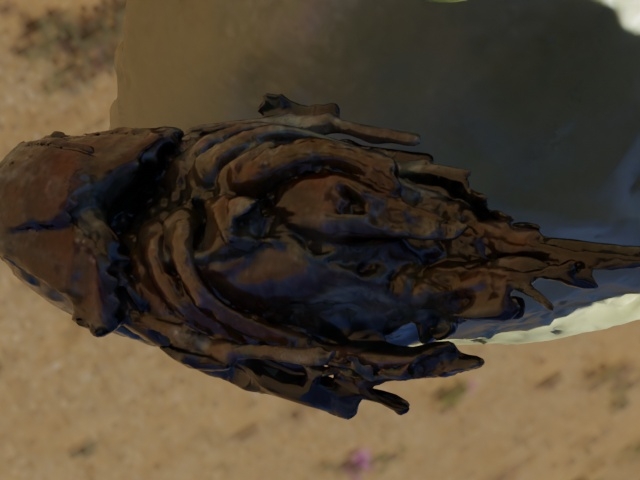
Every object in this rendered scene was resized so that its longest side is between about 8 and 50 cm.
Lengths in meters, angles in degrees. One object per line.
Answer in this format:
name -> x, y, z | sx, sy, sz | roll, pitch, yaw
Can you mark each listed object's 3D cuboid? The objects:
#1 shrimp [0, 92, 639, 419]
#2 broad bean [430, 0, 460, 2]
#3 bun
shrimp -> 0.000, 0.000, 0.561 | 0.233, 0.090, 0.079 | 2, 148, 35
broad bean -> 0.015, -0.072, 0.298 | 0.045, 0.063, 0.083 | -19, 140, -11
bun -> 0.100, -0.087, 0.767 | 0.364, 0.202, 0.364 | -37, 153, -22
